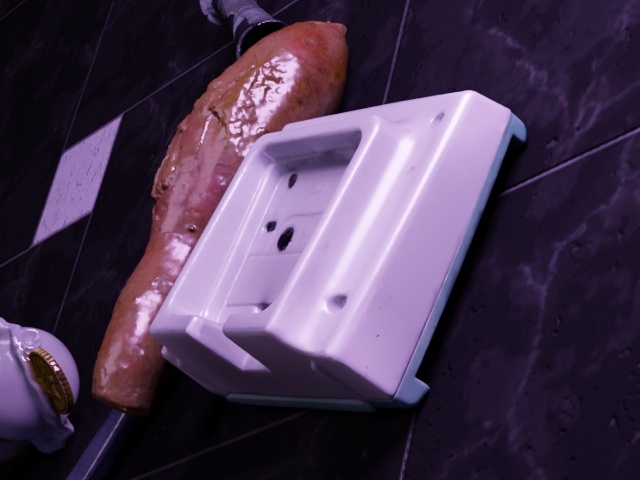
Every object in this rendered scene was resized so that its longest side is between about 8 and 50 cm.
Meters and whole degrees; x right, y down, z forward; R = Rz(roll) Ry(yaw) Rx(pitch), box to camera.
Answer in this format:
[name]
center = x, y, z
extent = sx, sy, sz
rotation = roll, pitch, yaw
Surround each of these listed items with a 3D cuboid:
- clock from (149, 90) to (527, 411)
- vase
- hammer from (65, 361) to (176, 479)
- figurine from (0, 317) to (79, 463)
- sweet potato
[clock]
center = 0.000, 0.000, 1.404
extent = 0.262, 0.116, 0.231
rotation = -3, 59, 58
[vase]
center = -0.067, -0.200, 1.785
extent = 0.059, 0.059, 0.167
rotation = -53, 27, 11
[hammer]
center = -0.154, 0.136, 1.607
extent = 0.290, 0.037, 0.137
rotation = -57, 26, 4
[figurine]
center = -0.291, 0.134, 1.725
extent = 0.143, 0.143, 0.271
rotation = -64, 17, -11
[sweet potato]
center = -0.087, -0.031, 1.564
extent = 0.109, 0.109, 0.385
rotation = -5, 50, 58
